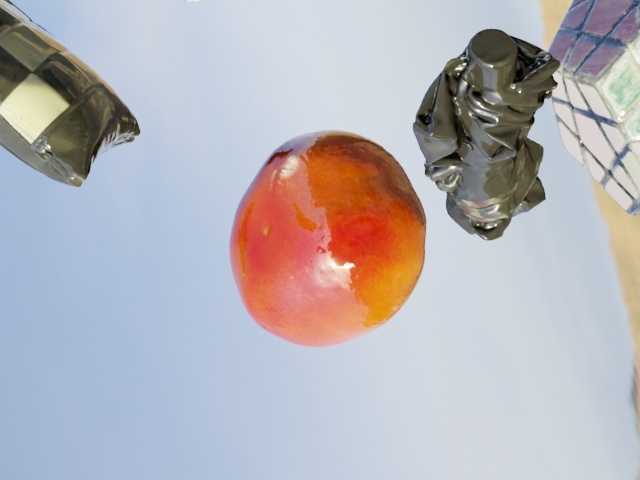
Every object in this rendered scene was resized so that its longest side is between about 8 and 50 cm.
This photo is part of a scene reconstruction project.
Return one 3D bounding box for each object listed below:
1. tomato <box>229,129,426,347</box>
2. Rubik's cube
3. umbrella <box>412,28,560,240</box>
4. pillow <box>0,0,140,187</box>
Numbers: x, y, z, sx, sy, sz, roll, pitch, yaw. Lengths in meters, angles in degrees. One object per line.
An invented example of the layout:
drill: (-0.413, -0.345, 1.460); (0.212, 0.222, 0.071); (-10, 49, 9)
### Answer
tomato: (-0.002, -0.004, 1.516); (0.180, 0.260, 0.260); (11, -117, -49)
Rubik's cube: (0.399, -0.175, 1.383); (0.319, 0.264, 0.319); (-20, -63, -46)
umbrella: (0.141, -0.093, 1.125); (0.272, 0.122, 0.110); (77, -169, -67)
pillow: (-0.295, -0.157, 1.229); (0.250, 0.106, 0.186); (41, -160, -5)
